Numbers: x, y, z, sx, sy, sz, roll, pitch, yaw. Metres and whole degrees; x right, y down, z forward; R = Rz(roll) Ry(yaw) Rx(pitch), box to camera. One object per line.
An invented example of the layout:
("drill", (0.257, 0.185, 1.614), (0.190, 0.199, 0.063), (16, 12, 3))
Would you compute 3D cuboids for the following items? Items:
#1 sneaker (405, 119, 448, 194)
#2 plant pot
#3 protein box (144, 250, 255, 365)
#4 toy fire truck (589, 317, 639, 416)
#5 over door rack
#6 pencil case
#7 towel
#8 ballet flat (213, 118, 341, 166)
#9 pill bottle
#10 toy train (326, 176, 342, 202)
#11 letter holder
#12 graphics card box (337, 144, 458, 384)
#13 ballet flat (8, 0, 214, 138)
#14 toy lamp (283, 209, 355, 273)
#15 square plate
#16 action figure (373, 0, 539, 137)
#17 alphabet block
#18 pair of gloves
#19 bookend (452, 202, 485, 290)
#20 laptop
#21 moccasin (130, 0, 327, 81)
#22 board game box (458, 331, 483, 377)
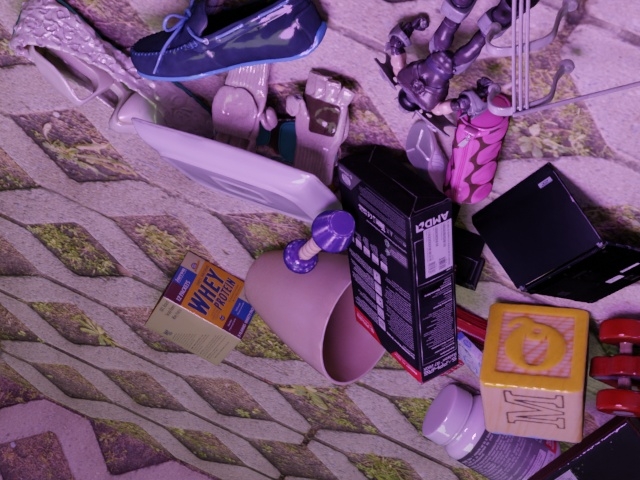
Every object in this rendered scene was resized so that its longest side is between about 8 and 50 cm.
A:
("sneaker", (0.185, -0.137, 1.710), (0.054, 0.061, 0.152), (9, 125, 37))
("plant pot", (-0.015, 0.123, 2.064), (0.274, 0.256, 0.256), (23, 151, 36))
("protein box", (-0.273, 0.162, 2.355), (0.201, 0.136, 0.200), (30, 148, -7))
("toy fire truck", (0.658, 0.247, 1.856), (0.302, 0.169, 0.254), (-8, 158, 42))
("over door rack", (0.376, -0.285, 1.310), (0.324, 0.108, 0.239), (-5, 141, 7))
("pencil case", (0.244, -0.142, 1.617), (0.095, 0.098, 0.209), (17, 147, 13))
("towel", (0.242, 0.203, 2.165), (0.199, 0.031, 0.275), (27, 149, -6))
("ballet flat", (-0.072, -0.180, 1.798), (0.241, 0.077, 0.091), (14, 102, 12))
("pill bottle", (0.386, 0.452, 2.296), (0.283, 0.161, 0.161), (31, 147, -9))
("toy train", (0.039, -0.106, 1.852), (0.166, 0.046, 0.125), (4, 142, 30))
("letter holder", (0.589, 0.497, 2.156), (0.302, 0.214, 0.152), (-42, 82, 20))
("graphics card box", (0.138, 0.043, 1.777), (0.233, 0.094, 0.370), (43, 150, 48))
("ballet flat", (-0.384, -0.273, 1.826), (0.409, 0.147, 0.147), (35, 146, -16))
("toy lamp", (0.000, 0.000, 1.834), (0.080, 0.080, 0.275), (31, 162, -8))
("square plate", (-0.132, -0.109, 1.817), (0.347, 0.049, 0.344), (19, 174, 16))
("action figure", (0.188, -0.268, 1.461), (0.185, 0.099, 0.285), (39, 140, -1))
("alphabet block", (0.417, 0.256, 1.958), (0.194, 0.192, 0.197), (2, 143, 16))
("pair of gloves", (-0.070, -0.211, 1.706), (0.240, 0.042, 0.204), (23, 121, 7))
("bookend", (0.235, 0.000, 1.845), (0.157, 0.072, 0.156), (21, 147, 7))
("laptop", (0.439, -0.003, 1.760), (0.265, 0.136, 0.234), (10, 154, -24))
("moccasin", (-0.157, -0.344, 1.603), (0.342, 0.137, 0.116), (-8, 132, 21))
("board game box", (0.316, 0.244, 2.086), (0.090, 0.020, 0.090), (48, 166, 35))
